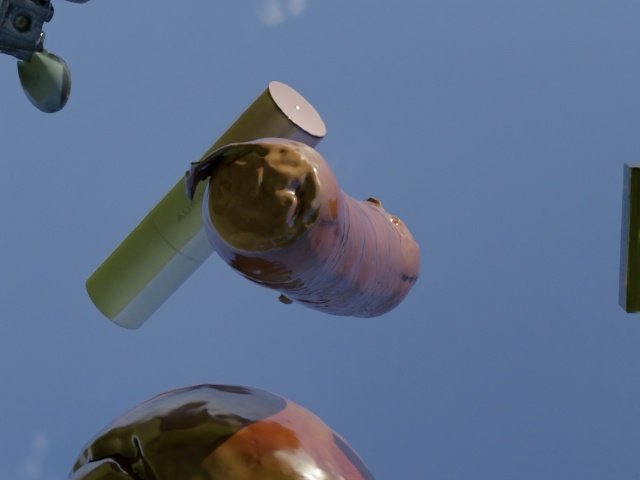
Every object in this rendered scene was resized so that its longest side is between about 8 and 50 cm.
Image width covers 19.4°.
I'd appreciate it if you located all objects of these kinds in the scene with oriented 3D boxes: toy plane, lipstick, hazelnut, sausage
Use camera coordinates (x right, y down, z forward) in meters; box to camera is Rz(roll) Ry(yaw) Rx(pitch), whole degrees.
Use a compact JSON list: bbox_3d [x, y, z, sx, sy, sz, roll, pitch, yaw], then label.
[{"bbox_3d":[-0.260,-0.164,1.186,0.078,0.246,0.169,34,-74,50],"label":"toy plane"},{"bbox_3d":[-0.132,-0.036,2.107,0.327,0.087,0.087,-45,-141,21],"label":"lipstick"},{"bbox_3d":[-0.081,0.292,1.452,0.372,0.315,0.372,-57,-178,4],"label":"hazelnut"},{"bbox_3d":[0.000,0.000,1.285,0.094,0.419,0.094,-9,-98,11],"label":"sausage"}]

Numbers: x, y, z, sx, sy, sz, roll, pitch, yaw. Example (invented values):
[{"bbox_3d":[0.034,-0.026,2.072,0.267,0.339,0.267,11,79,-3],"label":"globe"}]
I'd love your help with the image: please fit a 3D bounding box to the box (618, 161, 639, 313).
[{"bbox_3d":[0.338,-0.005,1.511,0.193,0.121,0.030,-2,-167,-7],"label":"box"}]
